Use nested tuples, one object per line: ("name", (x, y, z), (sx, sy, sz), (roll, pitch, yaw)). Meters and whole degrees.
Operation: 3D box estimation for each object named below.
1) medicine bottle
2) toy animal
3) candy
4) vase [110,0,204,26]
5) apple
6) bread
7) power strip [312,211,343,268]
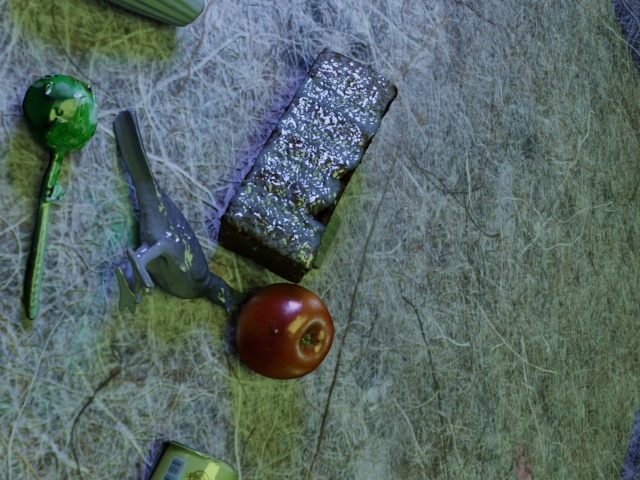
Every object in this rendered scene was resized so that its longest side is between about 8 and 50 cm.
("medicine bottle", (-0.220, 0.418, 0.896), (0.124, 0.124, 0.238), (43, 62, -34))
("toy animal", (-0.232, 0.011, 0.912), (0.367, 0.081, 0.205), (61, 30, -26))
("candy", (-0.356, -0.056, 0.822), (0.097, 0.097, 0.323), (9, 91, -43))
("vase", (-0.271, -0.386, 0.872), (0.248, 0.128, 0.128), (24, 72, -50))
("apple", (-0.057, 0.151, 1.038), (0.163, 0.139, 0.163), (-9, 101, -52))
("bread", (-0.013, -0.141, 1.078), (0.165, 0.113, 0.416), (27, 65, -2))
("power strip", (0.000, 0.000, 1.184), (0.051, 0.019, 0.136), (46, 59, -35))
